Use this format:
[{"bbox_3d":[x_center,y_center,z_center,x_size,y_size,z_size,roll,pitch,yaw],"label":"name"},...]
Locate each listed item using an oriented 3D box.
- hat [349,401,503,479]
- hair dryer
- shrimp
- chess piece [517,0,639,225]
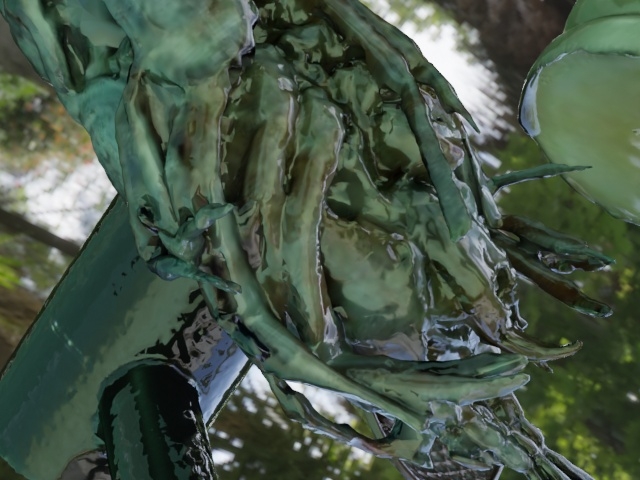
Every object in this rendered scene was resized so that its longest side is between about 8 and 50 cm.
[{"bbox_3d":[0.050,0.099,0.875,0.082,0.193,0.193,-22,-130,32],"label":"hat"},{"bbox_3d":[-0.049,0.065,0.581,0.244,0.116,0.302,-56,-151,17],"label":"hair dryer"},{"bbox_3d":[-0.002,-0.001,0.452,0.172,0.372,0.137,-40,171,-48],"label":"shrimp"},{"bbox_3d":[0.271,-0.176,0.755,0.182,0.182,0.330,2,-124,52],"label":"chess piece"}]
